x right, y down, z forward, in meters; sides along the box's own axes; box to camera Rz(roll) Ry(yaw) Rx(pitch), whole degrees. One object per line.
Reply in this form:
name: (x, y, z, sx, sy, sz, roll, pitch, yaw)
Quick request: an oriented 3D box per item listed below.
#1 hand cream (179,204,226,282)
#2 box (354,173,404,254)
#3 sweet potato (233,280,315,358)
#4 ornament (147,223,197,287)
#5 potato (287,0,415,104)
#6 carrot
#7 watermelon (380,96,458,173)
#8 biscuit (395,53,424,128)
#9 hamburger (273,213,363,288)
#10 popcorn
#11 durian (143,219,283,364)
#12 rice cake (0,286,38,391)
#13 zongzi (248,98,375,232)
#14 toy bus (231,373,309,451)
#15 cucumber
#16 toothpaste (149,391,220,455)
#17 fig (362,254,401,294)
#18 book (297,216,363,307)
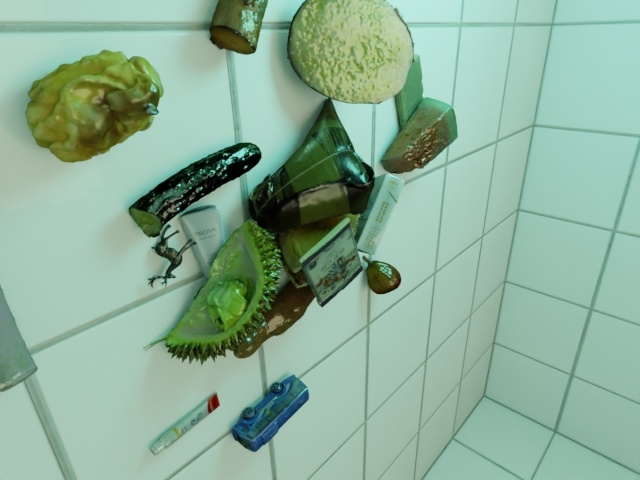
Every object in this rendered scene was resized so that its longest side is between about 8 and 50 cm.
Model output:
hand cream: (-0.234, 0.039, 0.950, 0.080, 0.048, 0.255, -20, 125, -17)
box: (0.156, -0.077, 1.289, 0.067, 0.149, 0.232, 23, 88, -13)
sweet potato: (-0.099, 0.186, 1.145, 0.355, 0.095, 0.106, -40, 178, -30)
ornament: (-0.310, 0.038, 0.868, 0.073, 0.028, 0.125, 37, 83, -29)
potato: (0.063, -0.447, 0.999, 0.300, 0.116, 0.238, 6, 116, -19)
carrot: (-0.137, -0.490, 0.812, 0.102, 0.102, 0.262, 14, 89, -52)
watermelon: (0.305, -0.301, 1.380, 0.257, 0.140, 0.192, -42, 141, -12)
biscuit: (0.279, -0.463, 1.353, 0.121, 0.041, 0.199, -44, 137, -26)
hamburger: (0.000, 0.000, 1.129, 0.282, 0.246, 0.155, -88, -169, -46)
popcorn: (-0.334, -0.210, 0.654, 0.194, 0.163, 0.140, -32, 115, 2)
durian: (-0.198, 0.135, 0.950, 0.355, 0.170, 0.157, -52, -177, 3)
rice cake: (-0.505, 0.071, 0.630, 0.073, 0.056, 0.364, -27, 125, -41)
zongzi: (-0.054, -0.190, 1.043, 0.290, 0.317, 0.154, -14, 159, -14)
toy bus: (-0.136, 0.486, 1.229, 0.237, 0.094, 0.079, -35, 131, -36)
cucumber: (-0.234, -0.122, 0.860, 0.303, 0.072, 0.081, -44, 133, -30)
toothpaste: (-0.320, 0.442, 1.043, 0.190, 0.031, 0.047, -31, 125, -42)
fig: (0.203, 0.110, 1.484, 0.119, 0.119, 0.152, -24, 80, -43)
book: (0.035, 0.063, 1.062, 0.157, 0.026, 0.231, -41, 147, -15)
